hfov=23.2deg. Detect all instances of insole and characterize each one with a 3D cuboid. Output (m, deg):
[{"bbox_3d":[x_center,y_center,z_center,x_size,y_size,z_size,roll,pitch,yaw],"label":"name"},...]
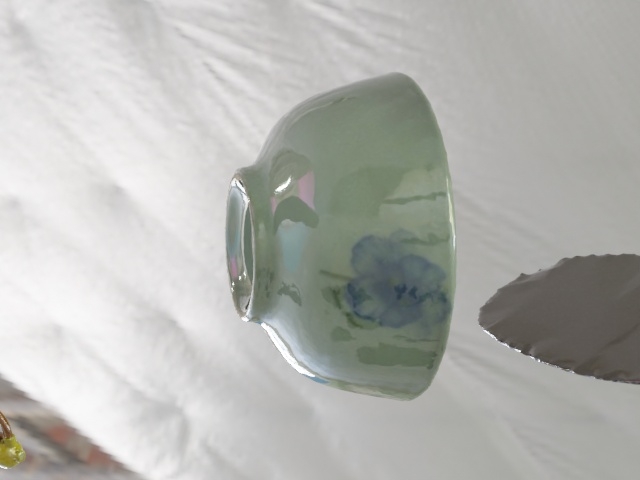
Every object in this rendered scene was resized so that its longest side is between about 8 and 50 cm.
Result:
[{"bbox_3d":[0.195,0.038,0.685,0.328,0.111,0.007,5,-57,49],"label":"insole"}]

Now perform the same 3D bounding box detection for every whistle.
[{"bbox_3d":[-0.292,0.160,1.309,0.109,0.057,0.046,2,-6,30],"label":"whistle"}]

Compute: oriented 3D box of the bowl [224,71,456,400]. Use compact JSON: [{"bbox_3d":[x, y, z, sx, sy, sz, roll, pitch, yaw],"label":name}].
[{"bbox_3d":[0.000,0.000,1.331,0.146,0.289,0.289,-3,-24,-16],"label":"bowl"}]
